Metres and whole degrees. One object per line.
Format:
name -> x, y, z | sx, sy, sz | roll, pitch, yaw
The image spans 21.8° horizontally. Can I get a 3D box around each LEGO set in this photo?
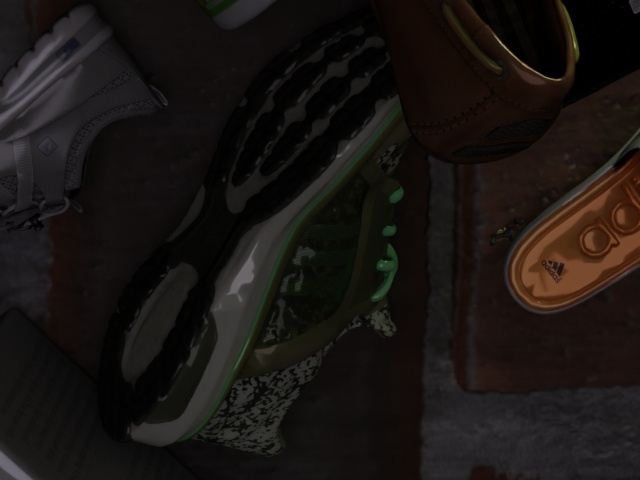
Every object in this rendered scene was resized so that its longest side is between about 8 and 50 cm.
LEGO set -> 0.170, 0.020, 1.310 | 0.054, 0.023, 0.083 | -23, 90, 4

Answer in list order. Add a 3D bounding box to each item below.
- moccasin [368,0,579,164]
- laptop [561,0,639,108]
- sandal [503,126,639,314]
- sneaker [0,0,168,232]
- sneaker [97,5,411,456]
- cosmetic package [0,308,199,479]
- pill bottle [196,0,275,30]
moccasin -> 0.069, -0.240, 1.076 | 0.139, 0.147, 0.380 | -2, 66, -27
laptop -> 0.192, -0.265, 1.219 | 0.234, 0.136, 0.264 | -27, 123, 9
sandal -> 0.258, -0.030, 1.254 | 0.265, 0.076, 0.102 | -40, 99, 2
sneaker -> -0.233, -0.042, 1.247 | 0.115, 0.105, 0.281 | 42, 100, -10
sneaker -> 0.000, 0.000, 1.267 | 0.182, 0.158, 0.410 | 28, 104, -36
cosmetic package -> -0.143, 0.286, 1.271 | 0.161, 0.230, 0.453 | -44, 100, 11
pill bottle -> -0.093, -0.281, 1.168 | 0.136, 0.136, 0.245 | -38, 101, 9
